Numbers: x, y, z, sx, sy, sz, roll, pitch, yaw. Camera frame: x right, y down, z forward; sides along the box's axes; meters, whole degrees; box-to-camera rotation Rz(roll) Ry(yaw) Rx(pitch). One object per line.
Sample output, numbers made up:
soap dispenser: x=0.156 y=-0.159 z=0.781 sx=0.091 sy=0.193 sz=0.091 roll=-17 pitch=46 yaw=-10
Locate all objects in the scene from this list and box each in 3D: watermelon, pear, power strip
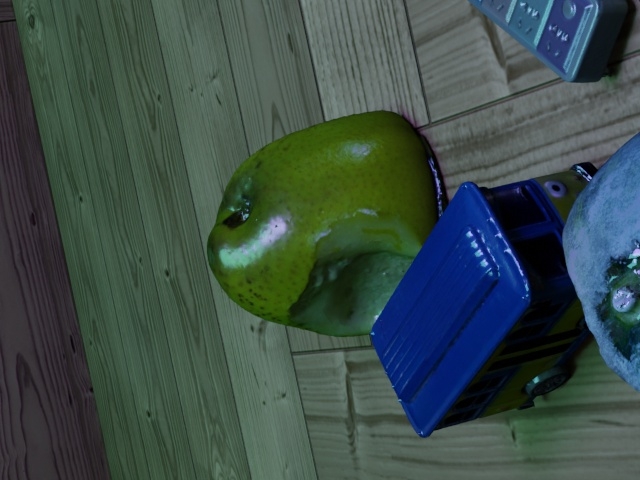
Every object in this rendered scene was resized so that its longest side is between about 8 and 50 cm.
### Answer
watermelon: x=0.308 y=0.003 z=1.139 sx=0.322 sy=0.175 sz=0.188 roll=52 pitch=144 yaw=39
pear: x=0.000 y=0.000 z=1.661 sx=0.159 sy=0.292 sz=0.292 roll=-115 pitch=29 yaw=-44
power strip: x=0.218 y=-0.261 z=1.349 sx=0.216 sy=0.061 sz=0.145 roll=50 pitch=135 yaw=42

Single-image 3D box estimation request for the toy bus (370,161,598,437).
toy bus: x=0.181 y=0.062 z=1.405 sx=0.138 sy=0.175 sz=0.288 roll=65 pitch=150 yaw=27
